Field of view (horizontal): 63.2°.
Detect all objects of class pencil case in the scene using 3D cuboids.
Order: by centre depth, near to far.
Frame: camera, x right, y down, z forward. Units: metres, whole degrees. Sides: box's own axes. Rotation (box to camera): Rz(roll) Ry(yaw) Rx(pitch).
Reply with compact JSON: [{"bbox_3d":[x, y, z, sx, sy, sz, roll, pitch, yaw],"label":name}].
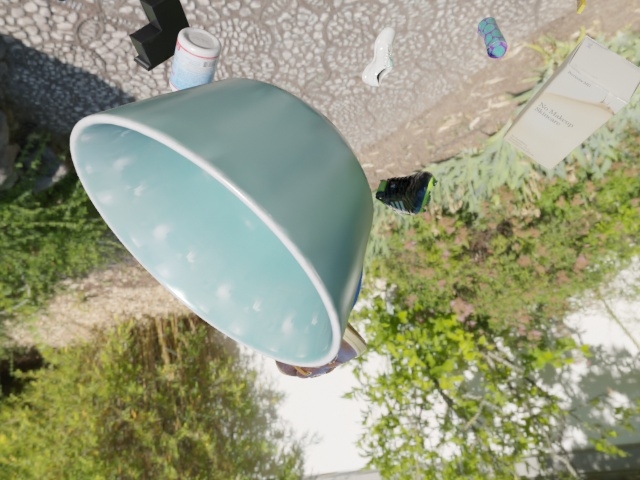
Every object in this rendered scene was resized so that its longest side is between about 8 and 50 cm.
[{"bbox_3d":[0.561,-0.664,1.707,0.065,0.151,0.070,18,139,-25],"label":"pencil case"}]

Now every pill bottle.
[{"bbox_3d":[-0.265,-0.351,1.084,0.087,0.087,0.160,0,142,-29],"label":"pill bottle"}]

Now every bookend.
[{"bbox_3d":[-0.421,-0.543,1.318,0.157,0.072,0.156,-42,151,-17],"label":"bookend"}]

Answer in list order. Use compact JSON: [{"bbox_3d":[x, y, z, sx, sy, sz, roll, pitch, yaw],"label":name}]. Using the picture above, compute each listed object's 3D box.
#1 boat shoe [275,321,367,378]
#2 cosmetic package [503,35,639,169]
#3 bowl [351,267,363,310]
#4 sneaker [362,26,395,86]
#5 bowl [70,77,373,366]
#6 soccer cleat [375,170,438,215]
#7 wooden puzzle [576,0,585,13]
[{"bbox_3d":[-0.016,0.176,0.849,0.123,0.123,0.342,-41,171,-15],"label":"boat shoe"},{"bbox_3d":[0.599,-0.320,1.265,0.160,0.113,0.309,35,160,7],"label":"cosmetic package"},{"bbox_3d":[0.000,0.000,1.206,0.077,0.390,0.391,-4,164,-17],"label":"bowl"},{"bbox_3d":[0.233,-0.658,1.878,0.080,0.094,0.212,4,116,-43],"label":"sneaker"},{"bbox_3d":[-0.072,-0.036,0.525,0.312,0.163,0.311,28,149,18],"label":"bowl"},{"bbox_3d":[0.124,-0.072,0.789,0.072,0.060,0.179,21,174,-2],"label":"soccer cleat"},{"bbox_3d":[0.444,-0.429,0.831,0.014,0.078,0.116,19,134,1],"label":"wooden puzzle"}]
